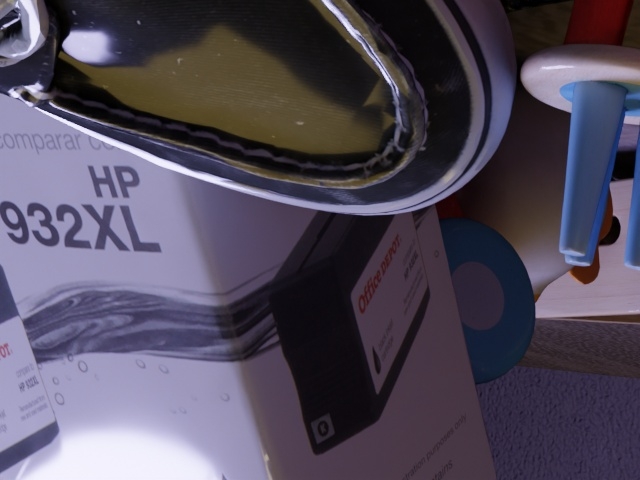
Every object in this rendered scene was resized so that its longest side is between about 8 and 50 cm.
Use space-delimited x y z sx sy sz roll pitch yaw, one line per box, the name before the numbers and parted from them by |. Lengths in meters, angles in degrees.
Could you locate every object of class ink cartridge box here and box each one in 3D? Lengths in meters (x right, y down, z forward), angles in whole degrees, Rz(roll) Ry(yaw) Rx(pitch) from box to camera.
ink cartridge box | -0.073 0.017 0.569 0.223 0.307 0.129 5 -151 39

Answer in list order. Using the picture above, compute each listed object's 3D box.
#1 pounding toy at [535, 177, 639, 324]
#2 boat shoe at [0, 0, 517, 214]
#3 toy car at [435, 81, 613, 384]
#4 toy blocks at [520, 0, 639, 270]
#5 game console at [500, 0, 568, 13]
pounding toy | 0.261 0.005 0.915 0.206 0.094 0.181 5 173 -36
boat shoe | -0.087 -0.084 0.339 0.306 0.113 0.105 34 -150 -15
toy car | 0.074 -0.005 0.743 0.238 0.210 0.219 1 167 -32
toy blocks | 0.114 -0.058 0.383 0.123 0.148 0.054 14 172 -24
game console | 0.081 -0.119 0.503 0.107 0.071 0.122 -20 -168 -33
